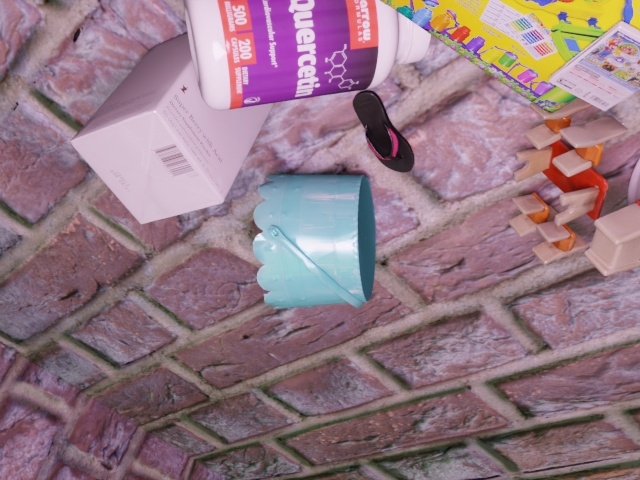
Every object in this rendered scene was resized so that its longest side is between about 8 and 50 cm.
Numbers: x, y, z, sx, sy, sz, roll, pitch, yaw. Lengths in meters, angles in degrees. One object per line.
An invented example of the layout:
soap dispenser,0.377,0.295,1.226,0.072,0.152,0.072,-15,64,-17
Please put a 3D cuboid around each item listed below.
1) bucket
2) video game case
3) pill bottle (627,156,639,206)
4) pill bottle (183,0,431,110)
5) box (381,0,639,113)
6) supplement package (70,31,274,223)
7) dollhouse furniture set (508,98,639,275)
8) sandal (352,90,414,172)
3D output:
bucket,0.000,0.000,1.171,0.183,0.281,0.281,-1,134,13
video game case,0.343,-0.201,0.729,0.087,0.011,0.122,24,160,-10
pill bottle,0.629,-0.073,0.984,0.230,0.131,0.131,12,137,5
pill bottle,-0.018,-0.292,0.868,0.323,0.181,0.181,-11,137,-11
box,0.275,-0.340,0.725,0.290,0.177,0.279,29,159,-13
supplement package,-0.221,-0.199,1.007,0.175,0.292,0.177,-12,129,28
dollhouse furniture set,0.432,-0.071,0.985,0.135,0.259,0.262,-19,137,-11
sandal,0.108,-0.183,1.104,0.067,0.040,0.179,-15,128,30
